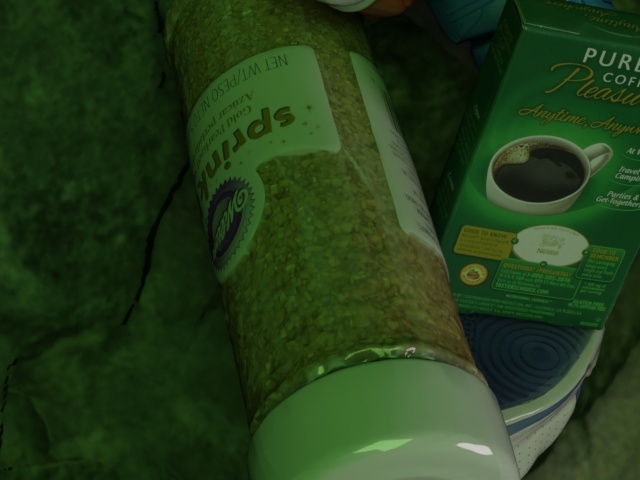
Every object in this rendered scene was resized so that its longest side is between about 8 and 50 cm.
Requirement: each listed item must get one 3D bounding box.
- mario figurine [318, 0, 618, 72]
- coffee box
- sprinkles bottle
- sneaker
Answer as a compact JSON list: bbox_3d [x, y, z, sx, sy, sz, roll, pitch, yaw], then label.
[{"bbox_3d":[0.093,-0.170,0.925,0.170,0.198,0.320,-35,110,27],"label":"mario figurine"},{"bbox_3d":[0.126,-0.038,0.903,0.113,0.184,0.040,8,37,-12],"label":"coffee box"},{"bbox_3d":[0.000,0.000,0.879,0.121,0.121,0.355,-11,48,-5],"label":"sprinkles bottle"},{"bbox_3d":[0.028,0.161,0.939,0.127,0.182,0.315,28,49,15],"label":"sneaker"}]
